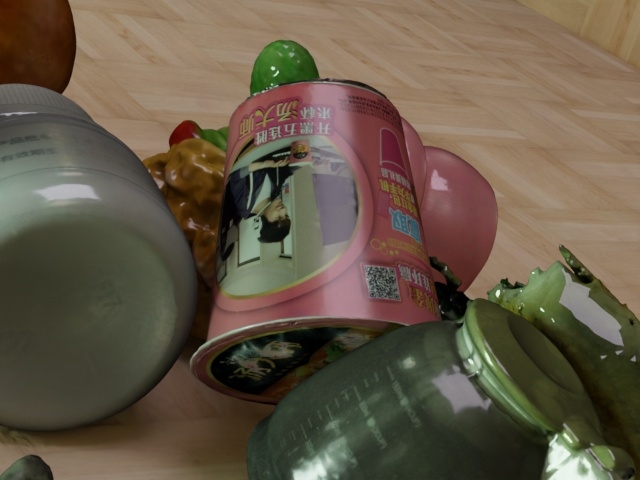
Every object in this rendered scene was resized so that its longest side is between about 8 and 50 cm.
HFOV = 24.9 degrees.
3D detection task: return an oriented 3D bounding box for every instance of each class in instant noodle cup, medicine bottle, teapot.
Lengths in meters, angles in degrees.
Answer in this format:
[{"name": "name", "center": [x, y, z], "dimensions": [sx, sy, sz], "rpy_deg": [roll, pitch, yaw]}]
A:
[{"name": "instant noodle cup", "center": [0.000, 0.000, 1.308], "dimensions": [0.244, 0.244, 0.255], "rpy_deg": [8, 64, -21]}, {"name": "medicine bottle", "center": [-0.259, 0.001, 1.325], "dimensions": [0.245, 0.245, 0.306], "rpy_deg": [7, 24, -24]}, {"name": "teapot", "center": [0.101, 0.186, 1.094], "dimensions": [0.239, 0.239, 0.322], "rpy_deg": [36, 21, -22]}]

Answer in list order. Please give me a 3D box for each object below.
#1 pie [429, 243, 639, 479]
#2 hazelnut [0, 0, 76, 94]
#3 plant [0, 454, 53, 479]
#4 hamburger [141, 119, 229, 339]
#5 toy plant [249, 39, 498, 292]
[{"name": "pie", "center": [0.207, 0.135, 1.318], "dimensions": [0.078, 0.296, 0.371], "rpy_deg": [-36, 11, -19]}, {"name": "hazelnut", "center": [-0.471, -0.242, 1.699], "dimensions": [0.372, 0.315, 0.372], "rpy_deg": [22, -7, 3]}, {"name": "plant", "center": [-0.232, 0.232, 0.914], "dimensions": [0.146, 0.149, 0.274], "rpy_deg": [-14, 18, 2]}, {"name": "hamburger", "center": [-0.120, -0.006, 1.484], "dimensions": [0.149, 0.237, 0.237], "rpy_deg": [-12, 35, -41]}, {"name": "toy plant", "center": [0.010, -0.039, 1.673], "dimensions": [0.356, 0.317, 0.211], "rpy_deg": [19, 40, -30]}]
